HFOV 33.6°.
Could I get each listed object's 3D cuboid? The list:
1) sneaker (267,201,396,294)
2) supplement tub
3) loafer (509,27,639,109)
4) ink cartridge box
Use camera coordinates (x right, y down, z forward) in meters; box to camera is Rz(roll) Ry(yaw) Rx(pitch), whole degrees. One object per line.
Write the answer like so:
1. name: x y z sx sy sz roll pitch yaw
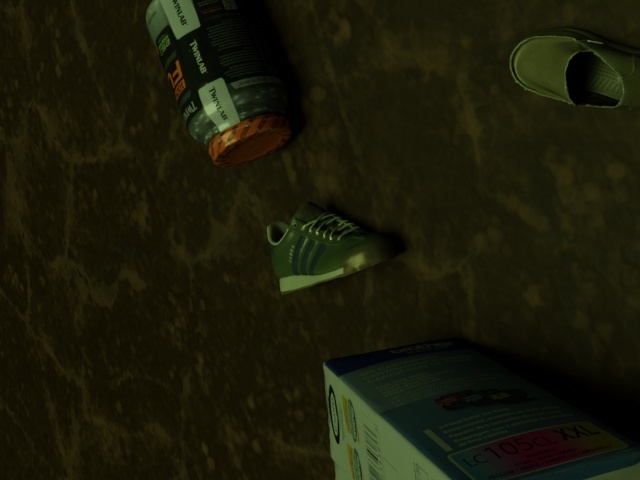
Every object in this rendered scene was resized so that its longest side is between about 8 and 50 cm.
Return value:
1. sneaker: 0.000 0.000 1.116 0.192 0.064 0.086 -19 90 56
2. supplement tub: -0.108 -0.184 1.157 0.117 0.117 0.190 -39 70 50
3. loafer: 0.201 -0.134 0.826 0.148 0.050 0.056 19 116 48
4. ink cartridge box: 0.116 0.249 0.910 0.395 0.151 0.270 -154 57 -69
